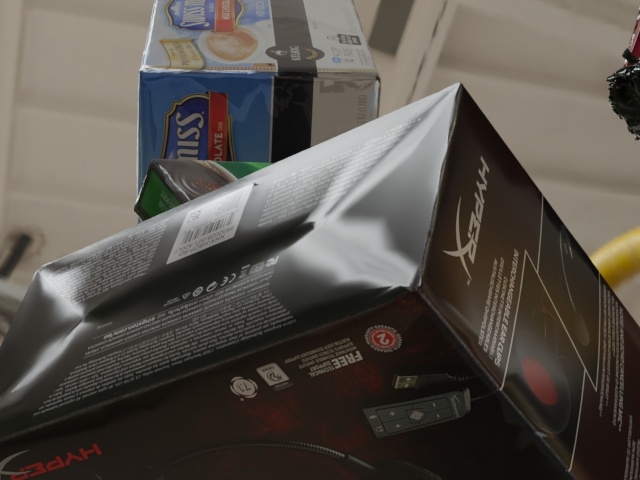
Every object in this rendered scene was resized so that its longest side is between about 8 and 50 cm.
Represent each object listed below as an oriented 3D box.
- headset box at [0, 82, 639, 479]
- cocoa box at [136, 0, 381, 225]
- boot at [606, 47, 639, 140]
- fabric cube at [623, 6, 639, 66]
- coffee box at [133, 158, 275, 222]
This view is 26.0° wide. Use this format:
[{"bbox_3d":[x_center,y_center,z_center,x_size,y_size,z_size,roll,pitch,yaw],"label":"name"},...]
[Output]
[{"bbox_3d":[0.038,0.108,0.563,0.218,0.110,0.293,-21,-55,31],"label":"headset box"},{"bbox_3d":[-0.072,-0.118,1.453,0.227,0.347,0.232,2,-67,-4],"label":"cocoa box"},{"bbox_3d":[0.236,-0.072,0.843,0.121,0.045,0.099,53,-28,-10],"label":"boot"},{"bbox_3d":[0.400,-0.237,1.048,0.259,0.254,0.258,18,-38,7],"label":"fabric cube"},{"bbox_3d":[0.000,0.000,0.775,0.184,0.113,0.040,1,-55,-38],"label":"coffee box"}]
